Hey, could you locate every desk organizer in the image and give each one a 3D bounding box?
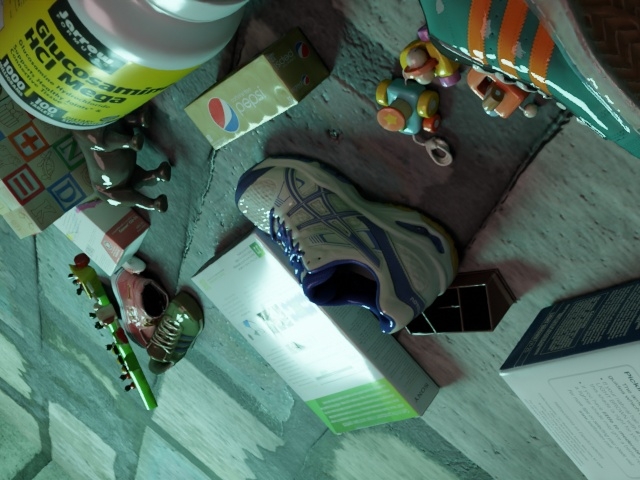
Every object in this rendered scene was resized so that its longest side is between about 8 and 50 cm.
[{"bbox_3d":[0.145,0.071,0.979,0.130,0.050,0.047,-11,119,52],"label":"desk organizer"}]

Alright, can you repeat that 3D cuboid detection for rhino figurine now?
[{"bbox_3d":[-0.274,-0.140,1.151,0.106,0.073,0.243,0,131,16],"label":"rhino figurine"}]

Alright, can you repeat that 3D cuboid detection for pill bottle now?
[{"bbox_3d":[-0.191,-0.237,0.868,0.188,0.188,0.334,53,147,-15],"label":"pill bottle"}]

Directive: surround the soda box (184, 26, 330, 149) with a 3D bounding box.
[{"bbox_3d":[-0.071,-0.158,0.949,0.061,0.058,0.181,53,147,-14],"label":"soda box"}]

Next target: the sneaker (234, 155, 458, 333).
[{"bbox_3d":[0.000,0.000,0.985,0.296,0.131,0.112,22,144,32],"label":"sneaker"}]

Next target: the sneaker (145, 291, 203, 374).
[{"bbox_3d":[-0.251,0.166,1.488,0.064,0.086,0.192,38,147,9],"label":"sneaker"}]

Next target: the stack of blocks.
[{"bbox_3d":[-0.422,-0.173,1.211,0.087,0.171,0.297,-12,118,52],"label":"stack of blocks"}]

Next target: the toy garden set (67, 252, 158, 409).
[{"bbox_3d":[-0.371,0.156,1.548,0.244,0.049,0.204,50,160,45],"label":"toy garden set"}]

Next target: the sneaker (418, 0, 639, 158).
[{"bbox_3d":[0.159,-0.163,0.657,0.302,0.108,0.121,50,149,6],"label":"sneaker"}]

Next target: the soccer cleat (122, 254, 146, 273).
[{"bbox_3d":[-0.321,0.030,1.465,0.083,0.029,0.036,23,146,36],"label":"soccer cleat"}]

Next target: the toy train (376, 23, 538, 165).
[{"bbox_3d":[0.111,-0.122,0.801,0.125,0.046,0.166,45,147,-1],"label":"toy train"}]

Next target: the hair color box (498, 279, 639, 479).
[{"bbox_3d":[0.340,0.117,0.768,0.174,0.105,0.347,49,148,-9],"label":"hair color box"}]

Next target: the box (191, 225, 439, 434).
[{"bbox_3d":[-0.015,0.124,1.214,0.322,0.058,0.232,49,147,-6],"label":"box"}]

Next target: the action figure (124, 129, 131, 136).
[{"bbox_3d":[-0.285,-0.161,1.209,0.038,0.030,0.115,11,138,33],"label":"action figure"}]

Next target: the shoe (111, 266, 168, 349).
[{"bbox_3d":[-0.295,0.127,1.512,0.081,0.063,0.178,22,137,39],"label":"shoe"}]

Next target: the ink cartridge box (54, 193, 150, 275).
[{"bbox_3d":[-0.370,-0.050,1.392,0.198,0.067,0.115,43,147,-2],"label":"ink cartridge box"}]
